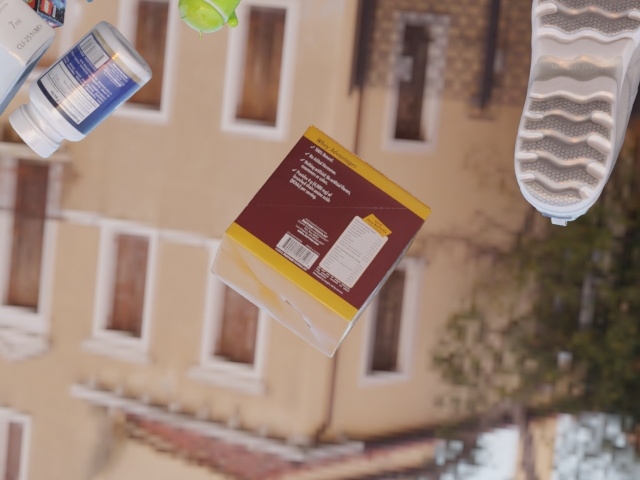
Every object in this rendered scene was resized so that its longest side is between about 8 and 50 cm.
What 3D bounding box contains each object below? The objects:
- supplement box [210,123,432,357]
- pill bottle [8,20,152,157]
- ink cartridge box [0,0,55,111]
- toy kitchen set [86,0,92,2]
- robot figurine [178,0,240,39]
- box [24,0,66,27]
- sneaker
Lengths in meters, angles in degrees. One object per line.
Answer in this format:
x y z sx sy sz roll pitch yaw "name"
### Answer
0.000 0.000 2.256 0.191 0.194 0.129 35 154 5 "supplement box"
-0.297 -0.182 2.208 0.094 0.169 0.094 49 -174 -7 "pill bottle"
-0.412 -0.232 1.879 0.239 0.060 0.275 43 152 -6 "ink cartridge box"
-0.314 -0.404 2.116 0.122 0.166 0.207 -20 -126 -29 "toy kitchen set"
-0.134 -0.311 2.264 0.067 0.115 0.101 17 161 47 "robot figurine"
-0.382 -0.304 2.061 0.233 0.159 0.044 -9 159 36 "box"
0.216 -0.145 1.488 0.105 0.281 0.115 18 165 10 "sneaker"
